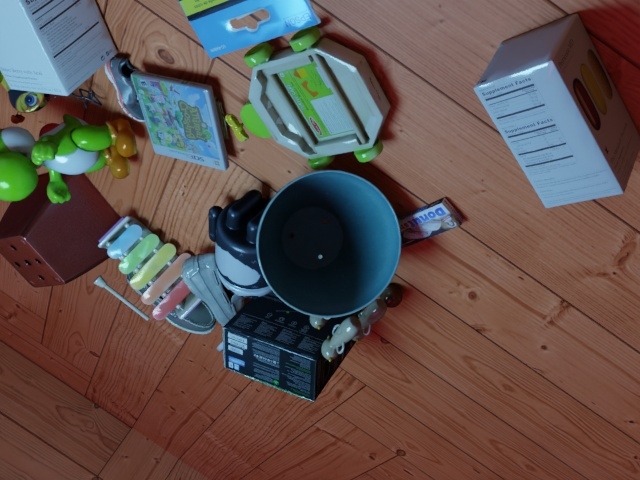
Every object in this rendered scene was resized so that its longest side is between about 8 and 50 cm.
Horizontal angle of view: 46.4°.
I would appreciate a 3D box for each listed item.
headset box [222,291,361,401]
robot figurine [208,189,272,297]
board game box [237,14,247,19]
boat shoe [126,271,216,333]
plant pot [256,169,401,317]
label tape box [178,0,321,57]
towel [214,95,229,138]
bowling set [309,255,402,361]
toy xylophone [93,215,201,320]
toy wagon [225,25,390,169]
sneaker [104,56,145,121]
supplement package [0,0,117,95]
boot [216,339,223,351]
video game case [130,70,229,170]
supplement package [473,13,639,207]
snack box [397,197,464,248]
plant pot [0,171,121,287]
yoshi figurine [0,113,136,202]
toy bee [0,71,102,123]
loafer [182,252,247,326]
[{"bbox_3d":[-0.059,0.218,1.813,0.246,0.283,0.131,16,125,19],"label":"headset box"},{"bbox_3d":[-0.160,0.014,1.727,0.174,0.209,0.278,-7,143,-14],"label":"robot figurine"},{"bbox_3d":[-0.115,-0.454,1.287,0.154,0.026,0.103,-9,127,42],"label":"board game box"},{"bbox_3d":[-0.426,0.158,2.146,0.305,0.109,0.091,36,148,2],"label":"boat shoe"},{"bbox_3d":[0.000,0.000,1.553,0.290,0.290,0.195,42,175,-12],"label":"plant pot"},{"bbox_3d":[-0.143,-0.488,1.167,0.249,0.115,0.347,-5,123,39],"label":"label tape box"},{"bbox_3d":[-0.268,-0.272,1.607,0.148,0.027,0.110,16,139,22],"label":"towel"},{"bbox_3d":[0.078,0.158,1.704,0.200,0.287,0.154,18,131,-26],"label":"bowling set"},{"bbox_3d":[-0.469,0.093,2.036,0.323,0.236,0.081,36,-178,-14],"label":"toy xylophone"},{"bbox_3d":[-0.039,-0.259,1.422,0.344,0.068,0.267,-5,129,41],"label":"toy wagon"},{"bbox_3d":[-0.406,-0.328,1.621,0.065,0.061,0.158,-4,131,31],"label":"sneaker"},{"bbox_3d":[-0.573,-0.464,1.488,0.178,0.175,0.293,11,138,28],"label":"supplement package"},{"bbox_3d":[-0.238,0.302,2.202,0.086,0.069,0.190,40,141,-5],"label":"boot"},{"bbox_3d":[-0.299,-0.255,1.605,0.193,0.023,0.212,15,139,21],"label":"video game case"},{"bbox_3d":[0.366,-0.191,1.139,0.134,0.139,0.244,-12,125,45],"label":"supplement package"},{"bbox_3d":[0.208,-0.033,1.533,0.064,0.022,0.178,46,142,-15],"label":"snack box"},{"bbox_3d":[-0.736,-0.017,2.068,0.267,0.235,0.267,-6,128,41],"label":"plant pot"},{"bbox_3d":[-0.602,-0.169,1.680,0.203,0.362,0.203,27,121,57],"label":"yoshi figurine"},{"bbox_3d":[-0.675,-0.352,1.678,0.298,0.162,0.195,43,-172,11],"label":"toy bee"},{"bbox_3d":[-0.247,0.148,2.001,0.111,0.112,0.319,-22,135,15],"label":"loafer"}]
